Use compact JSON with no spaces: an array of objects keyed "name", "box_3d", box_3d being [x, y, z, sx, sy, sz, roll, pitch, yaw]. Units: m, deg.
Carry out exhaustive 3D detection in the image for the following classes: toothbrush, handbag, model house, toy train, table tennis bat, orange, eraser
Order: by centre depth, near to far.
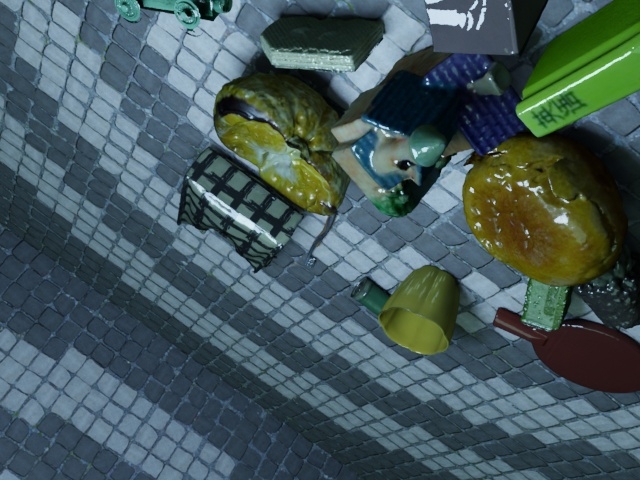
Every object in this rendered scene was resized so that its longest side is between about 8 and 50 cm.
[{"name":"eraser","box_3d":[0.461,-0.296,1.250,0.092,0.210,0.274,42,148,-16]},{"name":"model house","box_3d":[0.219,-0.217,1.443,0.245,0.312,0.280,50,150,-21]},{"name":"toy train","box_3d":[-0.328,-0.545,1.644,0.307,0.126,0.189,16,144,25]},{"name":"orange","box_3d":[-0.069,-0.236,1.764,0.368,0.210,0.271,43,153,-19]},{"name":"table tennis bat","box_3d":[0.641,0.277,2.012,0.414,0.051,0.268,23,146,11]},{"name":"handbag","box_3d":[-0.237,-0.066,2.182,0.325,0.162,0.327,36,153,-3]},{"name":"toothbrush","box_3d":[-0.003,-0.001,2.196,0.031,0.023,0.321,24,148,0]}]

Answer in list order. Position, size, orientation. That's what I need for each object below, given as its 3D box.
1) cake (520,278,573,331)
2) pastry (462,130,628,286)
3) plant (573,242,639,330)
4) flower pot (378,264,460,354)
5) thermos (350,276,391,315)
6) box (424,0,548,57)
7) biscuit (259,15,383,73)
[{"name":"cake","box_3d":[0.546,0.089,1.854,0.100,0.099,0.235,17,124,24]},{"name":"pastry","box_3d":[0.439,-0.058,1.578,0.356,0.164,0.356,30,140,29]},{"name":"plant","box_3d":[0.627,0.087,1.689,0.129,0.132,0.194,-12,116,43]},{"name":"flower pot","box_3d":[0.271,0.171,2.052,0.195,0.179,0.195,21,147,14]},{"name":"thermos","box_3d":[0.179,0.188,2.251,0.187,0.073,0.083,37,146,-8]},{"name":"box","box_3d":[0.253,-0.447,1.239,0.153,0.188,0.252,10,144,30]},{"name":"biscuit","box_3d":[-0.013,-0.396,1.561,0.252,0.150,0.052,12,136,30]}]
